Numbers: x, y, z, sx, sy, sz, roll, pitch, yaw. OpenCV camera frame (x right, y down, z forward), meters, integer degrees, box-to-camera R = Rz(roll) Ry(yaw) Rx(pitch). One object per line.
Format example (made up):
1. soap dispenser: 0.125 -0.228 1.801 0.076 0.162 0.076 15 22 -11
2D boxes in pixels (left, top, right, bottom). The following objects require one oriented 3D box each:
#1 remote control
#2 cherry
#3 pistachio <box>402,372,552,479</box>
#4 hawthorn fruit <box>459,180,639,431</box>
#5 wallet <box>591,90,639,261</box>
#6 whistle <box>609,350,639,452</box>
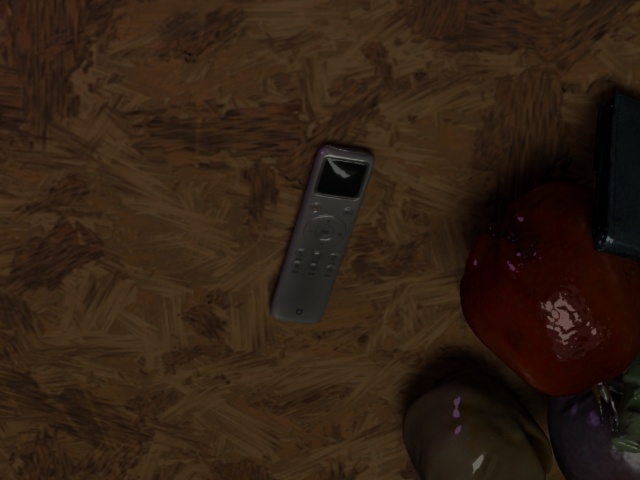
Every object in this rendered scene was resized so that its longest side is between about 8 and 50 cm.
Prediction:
1. remote control: 0.000 0.000 1.647 0.067 0.029 0.261 7 129 -14
2. cherry: 0.391 0.241 1.797 0.213 0.184 0.266 16 143 18
3. pistachio: 0.198 0.287 1.836 0.197 0.166 0.288 9 139 19
4. hawthorn fruit: 0.284 0.085 1.617 0.211 0.211 0.299 -26 102 15
5. wallet: 0.466 -0.028 1.581 0.379 0.191 0.046 16 155 -20
6. whistle: 0.398 0.127 1.697 0.126 0.258 0.067 21 163 -6
